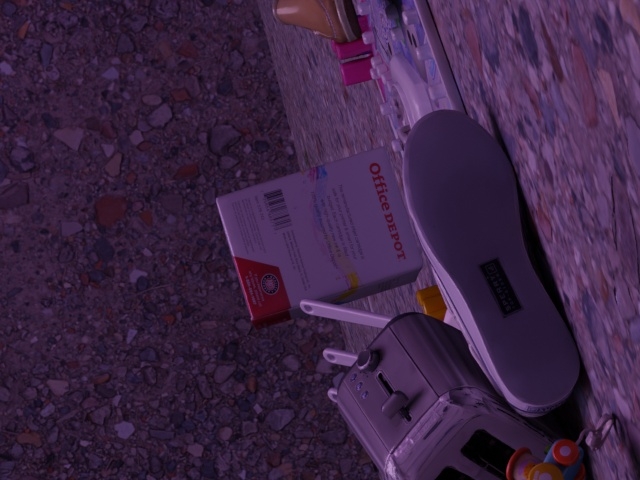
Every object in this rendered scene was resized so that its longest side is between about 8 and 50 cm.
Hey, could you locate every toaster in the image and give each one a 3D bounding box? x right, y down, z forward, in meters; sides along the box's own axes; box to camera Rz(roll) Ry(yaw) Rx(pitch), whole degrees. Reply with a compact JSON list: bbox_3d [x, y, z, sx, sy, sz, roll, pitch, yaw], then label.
[{"bbox_3d":[0.128,0.171,1.522,0.227,0.129,0.146,35,-168,-28],"label":"toaster"}]

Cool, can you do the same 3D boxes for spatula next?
[{"bbox_3d":[0.095,0.119,1.674,0.242,0.019,0.168,11,136,33],"label":"spatula"}]

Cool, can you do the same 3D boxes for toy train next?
[{"bbox_3d":[0.162,0.203,1.339,0.125,0.046,0.166,-26,-45,-57],"label":"toy train"}]

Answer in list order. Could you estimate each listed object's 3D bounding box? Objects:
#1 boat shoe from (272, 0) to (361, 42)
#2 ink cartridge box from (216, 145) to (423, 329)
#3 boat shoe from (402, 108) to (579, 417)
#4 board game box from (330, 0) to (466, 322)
[{"bbox_3d":[-0.010,-0.225,1.734,0.190,0.072,0.068,-119,14,-70],"label":"boat shoe"},{"bbox_3d":[0.000,0.000,1.774,0.127,0.176,0.128,85,168,-82],"label":"ink cartridge box"},{"bbox_3d":[0.127,0.023,1.446,0.084,0.095,0.258,102,152,-72],"label":"boat shoe"},{"bbox_3d":[0.084,-0.114,1.769,0.390,0.050,0.390,87,165,-73],"label":"board game box"}]
